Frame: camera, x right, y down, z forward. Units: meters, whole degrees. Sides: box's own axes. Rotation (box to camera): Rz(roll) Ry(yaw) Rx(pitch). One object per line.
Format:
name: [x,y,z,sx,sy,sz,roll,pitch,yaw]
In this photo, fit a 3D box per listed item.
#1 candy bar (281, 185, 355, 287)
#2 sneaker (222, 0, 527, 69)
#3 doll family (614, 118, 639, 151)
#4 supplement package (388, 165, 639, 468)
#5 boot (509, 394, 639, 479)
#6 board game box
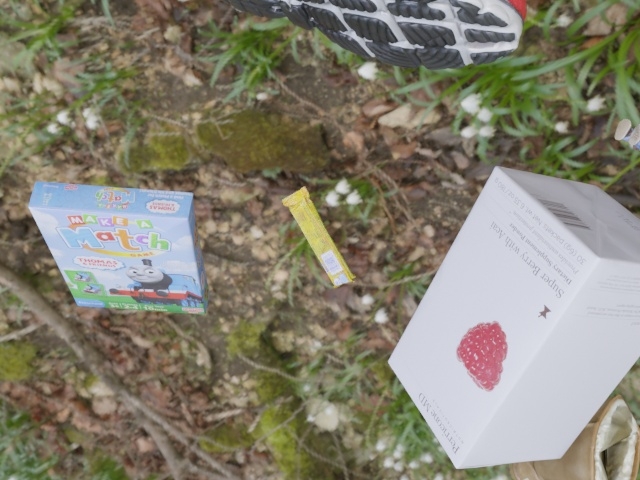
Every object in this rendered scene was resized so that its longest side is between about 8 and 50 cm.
candy bar: [0.000,0.000,1.031,0.161,0.040,0.018,60,-169,-14]
sneaker: [0.018,-0.207,0.483,0.279,0.118,0.107,28,175,25]
doll family: [0.378,-0.073,0.695,0.076,0.111,0.193,-58,30,24]
supplement package: [0.239,0.093,0.813,0.177,0.175,0.293,56,131,46]
boot: [0.372,0.256,1.037,0.089,0.236,0.269,13,160,-3]
board game box: [-0.214,0.015,0.796,0.211,0.160,0.039,95,179,-56]
